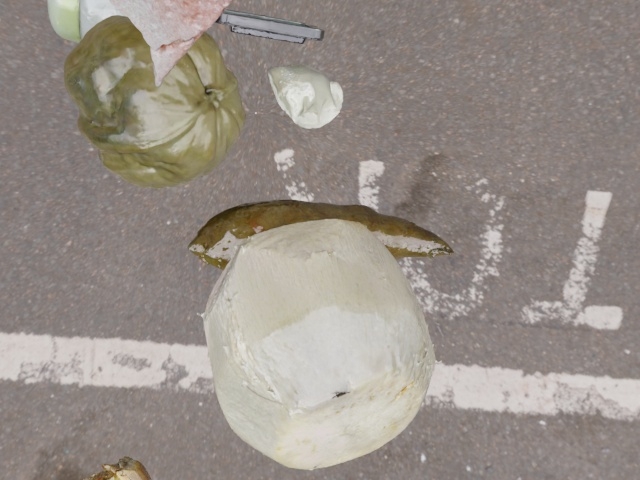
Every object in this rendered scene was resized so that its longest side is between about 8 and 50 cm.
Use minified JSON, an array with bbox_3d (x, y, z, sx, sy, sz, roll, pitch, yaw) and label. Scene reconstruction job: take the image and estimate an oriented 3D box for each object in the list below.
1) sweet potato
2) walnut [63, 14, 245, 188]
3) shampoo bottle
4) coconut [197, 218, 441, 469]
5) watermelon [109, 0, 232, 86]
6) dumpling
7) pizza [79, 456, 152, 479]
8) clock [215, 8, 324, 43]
[{"bbox_3d":[0.001,-0.002,0.954,0.423,0.130,0.130,1,102,-13],"label":"sweet potato"},{"bbox_3d":[-0.280,-0.234,1.010,0.277,0.282,0.253,3,66,21],"label":"walnut"},{"bbox_3d":[-0.516,-0.623,1.530,0.317,0.322,0.322,10,101,-10],"label":"shampoo bottle"},{"bbox_3d":[-0.005,0.062,0.420,0.161,0.162,0.161,-15,138,-14],"label":"coconut"},{"bbox_3d":[-0.139,-0.314,0.646,0.232,0.310,0.193,-37,132,-8],"label":"watermelon"},{"bbox_3d":[-0.045,-0.390,1.591,0.126,0.216,0.166,-4,80,30],"label":"dumpling"},{"bbox_3d":[-0.441,0.532,1.195,0.288,0.074,0.251,18,113,-4],"label":"pizza"},{"bbox_3d":[-0.142,-0.559,1.540,0.274,0.279,0.049,5,112,-12],"label":"clock"}]
